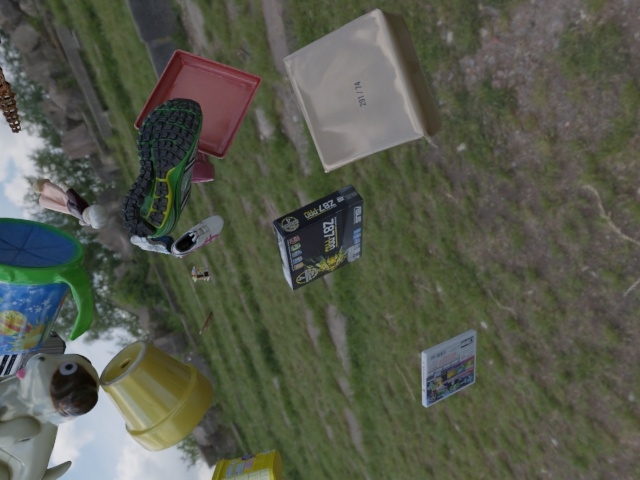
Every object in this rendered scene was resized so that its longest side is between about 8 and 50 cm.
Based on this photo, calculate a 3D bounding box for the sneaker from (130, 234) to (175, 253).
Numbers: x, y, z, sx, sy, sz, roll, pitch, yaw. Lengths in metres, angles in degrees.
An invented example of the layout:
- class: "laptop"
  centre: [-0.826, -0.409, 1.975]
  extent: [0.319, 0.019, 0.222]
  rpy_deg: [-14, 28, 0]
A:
- class: "sneaker"
  centre: [-0.558, 0.006, 1.802]
  extent: [0.191, 0.083, 0.071]
  rpy_deg: [36, -135, -64]

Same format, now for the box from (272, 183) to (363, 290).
- class: "box"
  centre: [0.000, 0.000, 1.992]
  extent: [0.097, 0.318, 0.394]
  rpy_deg: [55, 163, 29]

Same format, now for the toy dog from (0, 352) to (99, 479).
- class: "toy dog"
  centre: [-0.778, 0.483, 1.442]
  extent: [0.395, 0.408, 0.284]
  rpy_deg: [43, 177, -25]

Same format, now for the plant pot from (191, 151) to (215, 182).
- class: "plant pot"
  centre: [-0.441, -0.276, 1.716]
  extent: [0.201, 0.202, 0.180]
  rpy_deg: [-172, 78, -75]

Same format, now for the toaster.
- class: "toaster"
  centre: [-0.964, 0.403, 1.783]
  extent: [0.129, 0.226, 0.146]
  rpy_deg: [30, -173, 35]

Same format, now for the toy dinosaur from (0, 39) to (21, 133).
- class: "toy dinosaur"
  centre: [-0.797, -0.382, 1.199]
  extent: [0.321, 0.218, 0.164]
  rpy_deg: [58, 169, -15]

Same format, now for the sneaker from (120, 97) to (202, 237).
- class: "sneaker"
  centre: [-0.363, -0.172, 1.274]
  extent: [0.146, 0.134, 0.343]
  rpy_deg: [21, -92, -82]

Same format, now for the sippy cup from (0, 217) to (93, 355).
- class: "sippy cup"
  centre: [-0.621, 0.101, 1.088]
  extent: [0.305, 0.240, 0.224]
  rpy_deg: [36, 114, 42]

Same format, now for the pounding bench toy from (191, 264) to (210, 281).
- class: "pounding bench toy"
  centre: [-0.486, 0.138, 2.174]
  extent: [0.083, 0.065, 0.052]
  rpy_deg: [131, 129, -61]

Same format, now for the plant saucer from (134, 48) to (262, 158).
- class: "plant saucer"
  centre: [-0.316, -0.355, 1.423]
  extent: [0.259, 0.258, 0.047]
  rpy_deg: [20, 164, 6]

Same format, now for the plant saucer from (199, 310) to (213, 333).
- class: "plant saucer"
  centre: [-0.367, 0.268, 1.749]
  extent: [0.015, 0.083, 0.083]
  rpy_deg: [27, 166, -5]

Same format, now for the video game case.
- class: "video game case"
  centre: [0.379, 0.373, 1.580]
  extent: [0.023, 0.201, 0.183]
  rpy_deg: [26, 126, 54]

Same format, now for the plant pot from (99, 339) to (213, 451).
- class: "plant pot"
  centre: [-0.475, 0.416, 1.513]
  extent: [0.239, 0.254, 0.254]
  rpy_deg: [55, 173, -25]

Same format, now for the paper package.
- class: "paper package"
  centre: [0.109, -0.377, 1.389]
  extent: [0.168, 0.310, 0.324]
  rpy_deg: [-34, -75, -58]

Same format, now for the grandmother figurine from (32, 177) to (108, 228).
- class: "grandmother figurine"
  centre: [-0.939, -0.128, 2.054]
  extent: [0.343, 0.104, 0.207]
  rpy_deg: [21, 152, 26]

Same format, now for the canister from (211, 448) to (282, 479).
- class: "canister"
  centre: [-0.193, 0.627, 1.437]
  extent: [0.126, 0.170, 0.073]
  rpy_deg: [-83, -22, -78]

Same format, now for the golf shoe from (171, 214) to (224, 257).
- class: "golf shoe"
  centre: [-0.361, -0.013, 1.612]
  extent: [0.067, 0.186, 0.086]
  rpy_deg: [51, 160, -5]

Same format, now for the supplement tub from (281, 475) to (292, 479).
- class: "supplement tub"
  centre: [-0.142, 0.794, 1.536]
  extent: [0.325, 0.235, 0.235]
  rpy_deg: [14, 136, 24]
